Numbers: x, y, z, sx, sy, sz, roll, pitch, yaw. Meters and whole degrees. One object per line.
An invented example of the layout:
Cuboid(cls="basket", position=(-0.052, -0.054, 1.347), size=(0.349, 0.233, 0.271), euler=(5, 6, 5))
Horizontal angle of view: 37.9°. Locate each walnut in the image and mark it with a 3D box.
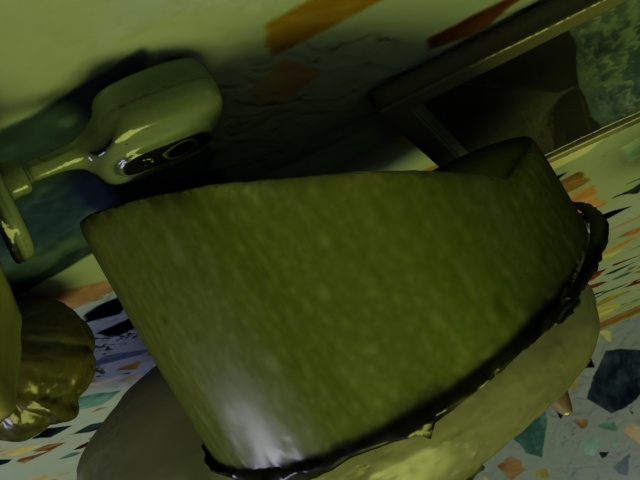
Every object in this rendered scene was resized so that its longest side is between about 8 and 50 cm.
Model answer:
Cuboid(cls="walnut", position=(-0.166, 0.070, 0.512), size=(0.092, 0.092, 0.092), euler=(-20, 165, -5))

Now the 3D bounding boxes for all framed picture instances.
Cuboid(cls="framed picture", position=(0.167, -0.102, 0.470), size=(0.260, 0.023, 0.189), euler=(-25, 162, 16))

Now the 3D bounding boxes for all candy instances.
Cuboid(cls="candy", position=(0.012, 0.125, 0.729), size=(0.426, 0.186, 0.386), euler=(-23, 173, 0))

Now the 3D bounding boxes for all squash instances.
Cuboid(cls="squash", position=(0.014, 0.003, 0.439), size=(0.220, 0.133, 0.220), euler=(-27, -175, 3))

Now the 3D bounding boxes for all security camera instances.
Cuboid(cls="security camera", position=(-0.077, -0.034, 0.332), size=(0.092, 0.058, 0.058), euler=(-25, 167, -18))

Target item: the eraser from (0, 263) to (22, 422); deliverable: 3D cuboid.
Cuboid(cls="eraser", position=(-0.173, 0.025, 0.328), size=(0.117, 0.058, 0.172), euler=(4, 159, -10))

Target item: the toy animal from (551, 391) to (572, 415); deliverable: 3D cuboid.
Cuboid(cls="toy animal", position=(0.188, 0.152, 1.124), size=(0.149, 0.165, 0.248), euler=(-21, 172, -19))
